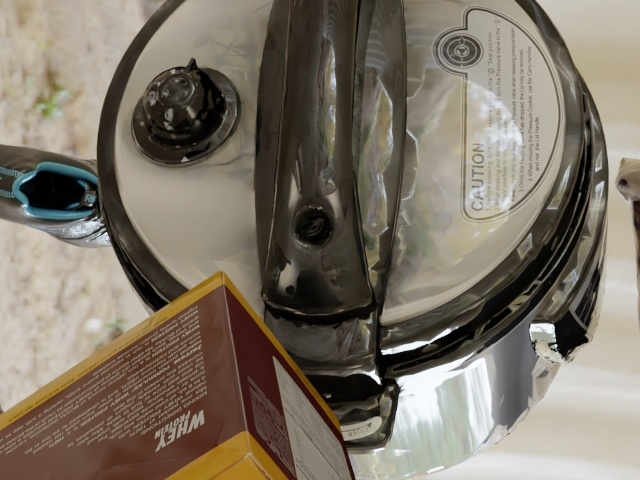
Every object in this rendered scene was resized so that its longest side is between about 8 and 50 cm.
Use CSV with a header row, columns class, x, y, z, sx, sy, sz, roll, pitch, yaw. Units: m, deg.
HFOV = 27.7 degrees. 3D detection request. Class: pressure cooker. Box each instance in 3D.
class,x,y,z,sx,sy,sz,roll,pitch,yaw
pressure cooker,0.024,-0.024,1.000,0.370,0.375,0.420,46,-12,25

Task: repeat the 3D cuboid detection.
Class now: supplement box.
class,x,y,z,sx,sy,sz,roll,pitch,yaw
supplement box,-0.087,0.152,0.684,0.129,0.191,0.194,54,7,-24

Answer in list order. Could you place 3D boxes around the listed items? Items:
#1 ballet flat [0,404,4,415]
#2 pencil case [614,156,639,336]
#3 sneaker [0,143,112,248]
class,x,y,z,sx,sy,sz,roll,pitch,yaw
ballet flat,-0.349,0.228,0.940,0.342,0.116,0.124,-54,129,-21
pencil case,0.356,0.118,1.145,0.160,0.183,0.410,-3,85,-43
sneaker,-0.311,-0.048,1.694,0.341,0.139,0.125,6,95,-49
